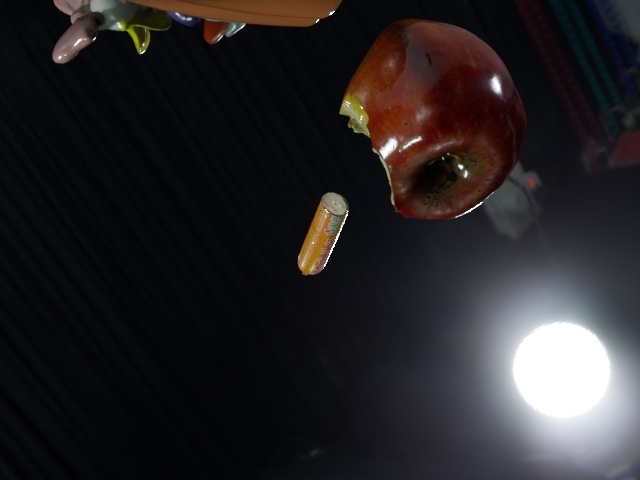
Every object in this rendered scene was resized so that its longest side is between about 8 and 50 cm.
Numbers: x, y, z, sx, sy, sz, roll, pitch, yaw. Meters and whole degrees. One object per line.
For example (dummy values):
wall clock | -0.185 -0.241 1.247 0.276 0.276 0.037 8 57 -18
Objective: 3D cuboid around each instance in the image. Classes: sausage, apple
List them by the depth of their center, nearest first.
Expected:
apple | 0.096 -0.115 0.929 0.147 0.156 0.158 -50 -140 35
sausage | 0.000 0.000 1.095 0.031 0.031 0.107 -48 165 -46

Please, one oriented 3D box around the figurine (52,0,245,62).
figurine | -0.193 -0.370 1.542 0.421 0.193 0.154 -26 -127 26

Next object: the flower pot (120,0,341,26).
flower pot | -0.061 -0.267 0.923 0.191 0.173 0.190 -166 -90 -68
